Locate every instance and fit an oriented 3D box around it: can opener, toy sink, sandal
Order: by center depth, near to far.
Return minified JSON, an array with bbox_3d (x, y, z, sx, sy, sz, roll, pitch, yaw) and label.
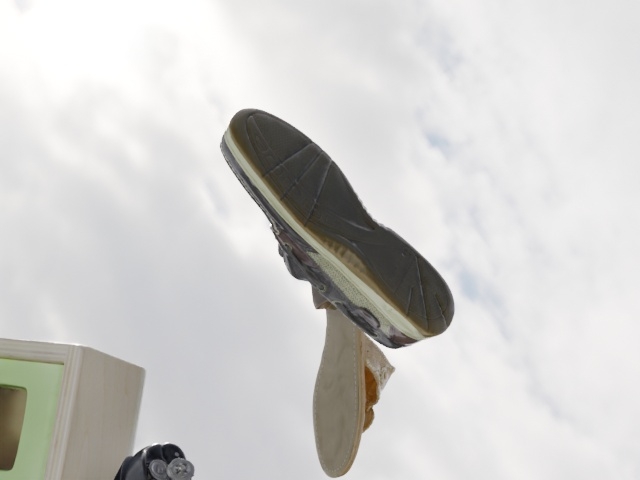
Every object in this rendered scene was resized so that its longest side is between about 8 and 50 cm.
[{"bbox_3d":[-0.110,0.227,0.993,0.073,0.059,0.186,-63,-147,37],"label":"can opener"},{"bbox_3d":[-0.290,0.164,1.175,0.234,0.153,0.131,4,-13,21],"label":"toy sink"},{"bbox_3d":[0.044,0.120,1.403,0.088,0.079,0.240,-10,-99,56],"label":"sandal"}]

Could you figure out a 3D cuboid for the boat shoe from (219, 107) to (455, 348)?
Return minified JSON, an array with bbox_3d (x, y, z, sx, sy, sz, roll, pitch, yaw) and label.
[{"bbox_3d":[0.001,0.000,1.020,0.223,0.080,0.073,44,-49,-6],"label":"boat shoe"}]
